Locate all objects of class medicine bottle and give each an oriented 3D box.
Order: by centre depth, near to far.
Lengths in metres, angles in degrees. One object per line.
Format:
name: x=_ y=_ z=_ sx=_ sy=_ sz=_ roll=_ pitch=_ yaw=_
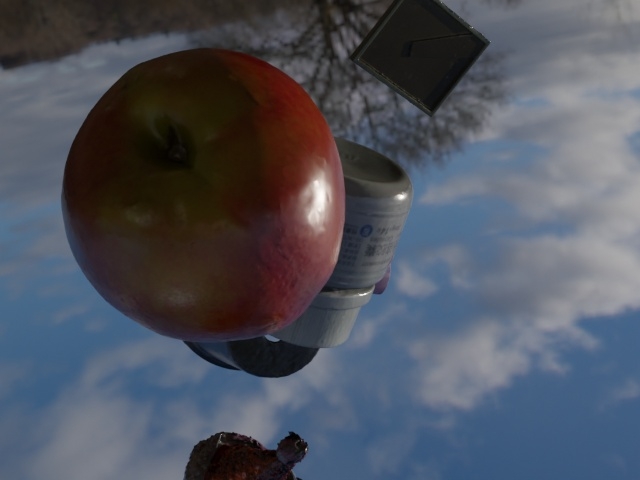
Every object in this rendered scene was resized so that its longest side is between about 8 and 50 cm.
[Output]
medicine bottle: x=0.000 y=0.000 z=2.013 sx=0.245 sy=0.306 sz=0.245 roll=17 pitch=-158 yaw=-7

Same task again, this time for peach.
peach: x=-0.136 y=-0.046 z=1.521 sx=0.388 sy=0.388 sz=0.388 roll=-12 pitch=-167 yaw=3

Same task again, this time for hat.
hat: x=-0.070 y=0.282 z=1.477 sx=0.140 sy=0.129 sz=0.227 roll=14 pitch=152 yaw=-28

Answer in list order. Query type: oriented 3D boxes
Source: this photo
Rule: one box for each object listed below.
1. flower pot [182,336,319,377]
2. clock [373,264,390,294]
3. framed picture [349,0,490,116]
flower pot: x=-0.114 y=0.153 z=2.577 sx=0.379 sy=0.379 sz=0.251 roll=-16 pitch=-158 yaw=-13
clock: x=0.071 y=0.034 z=2.355 sx=0.050 sy=0.110 sz=0.152 roll=5 pitch=-161 yaw=-46
framed picture: x=0.186 y=-0.348 z=2.210 sx=0.250 sy=0.184 sz=0.016 roll=26 pitch=-164 yaw=-44
